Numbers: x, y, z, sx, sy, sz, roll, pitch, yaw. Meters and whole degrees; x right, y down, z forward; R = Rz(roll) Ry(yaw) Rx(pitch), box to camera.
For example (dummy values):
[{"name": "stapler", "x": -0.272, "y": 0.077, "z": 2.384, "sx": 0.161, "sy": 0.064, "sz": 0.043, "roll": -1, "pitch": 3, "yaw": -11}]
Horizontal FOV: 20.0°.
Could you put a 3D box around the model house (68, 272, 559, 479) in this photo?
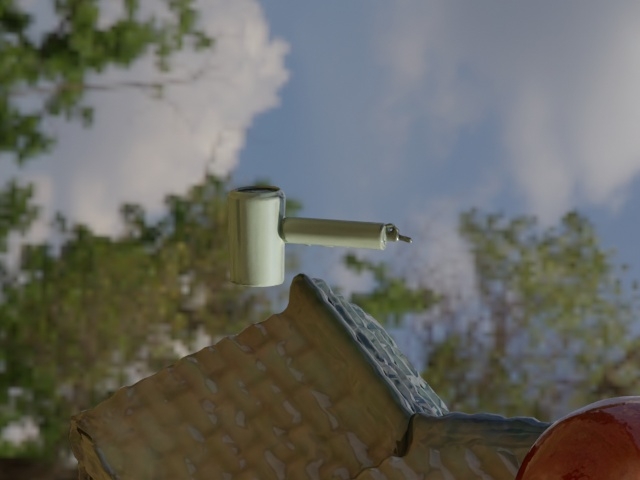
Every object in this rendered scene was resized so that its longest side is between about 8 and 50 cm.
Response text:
[{"name": "model house", "x": 0.058, "y": 0.285, "z": 1.612, "sx": 0.445, "sy": 0.400, "sz": 0.395, "roll": 47, "pitch": -21, "yaw": 35}]

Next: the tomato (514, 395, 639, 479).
[{"name": "tomato", "x": 0.231, "y": 0.201, "z": 1.273, "sx": 0.136, "sy": 0.195, "sz": 0.195, "roll": 142, "pitch": -52, "yaw": -58}]

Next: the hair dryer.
[{"name": "hair dryer", "x": 0.000, "y": 0.000, "z": 1.169, "sx": 0.038, "sy": 0.124, "sz": 0.063, "roll": -29, "pitch": 121, "yaw": -68}]
